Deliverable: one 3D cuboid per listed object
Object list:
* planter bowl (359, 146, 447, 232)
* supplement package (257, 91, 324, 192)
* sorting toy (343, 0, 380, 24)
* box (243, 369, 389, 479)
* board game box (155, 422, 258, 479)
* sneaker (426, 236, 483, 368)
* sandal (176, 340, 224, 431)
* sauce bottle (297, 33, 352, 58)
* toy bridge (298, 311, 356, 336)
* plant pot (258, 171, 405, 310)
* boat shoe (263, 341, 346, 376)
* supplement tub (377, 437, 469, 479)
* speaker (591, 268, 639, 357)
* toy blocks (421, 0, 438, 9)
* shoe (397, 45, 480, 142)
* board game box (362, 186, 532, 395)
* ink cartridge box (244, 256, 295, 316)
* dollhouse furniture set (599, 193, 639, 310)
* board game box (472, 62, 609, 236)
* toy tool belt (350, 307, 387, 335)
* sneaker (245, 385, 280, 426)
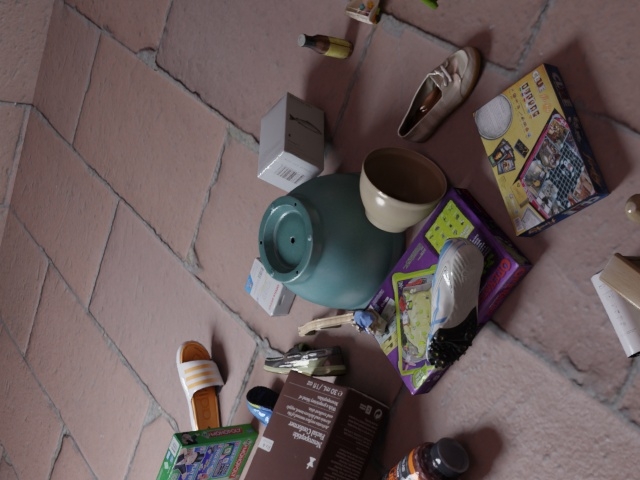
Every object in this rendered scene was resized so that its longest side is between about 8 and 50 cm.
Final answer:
[{"bbox_3d":[0.144,-0.085,1.576,0.162,0.162,0.109,57,145,33],"label":"planter bowl"},{"bbox_3d":[-0.062,-0.208,1.798,0.105,0.105,0.179,-40,37,40],"label":"supplement package"},{"bbox_3d":[0.099,-0.488,1.720,0.083,0.045,0.075,32,105,45],"label":"sorting toy"},{"bbox_3d":[-0.034,0.465,1.655,0.191,0.143,0.381,6,70,49],"label":"box"},{"bbox_3d":[-0.296,0.582,1.997,0.046,0.214,0.317,43,119,40],"label":"board game box"},{"bbox_3d":[0.229,0.108,1.460,0.086,0.085,0.237,-128,46,-69],"label":"sneaker"},{"bbox_3d":[-0.281,0.375,2.084,0.076,0.102,0.265,-18,84,46],"label":"sandal"},{"bbox_3d":[0.009,-0.410,1.751,0.042,0.128,0.042,-6,82,50],"label":"sauce bottle"},{"bbox_3d":[0.013,0.177,1.773,0.188,0.063,0.026,-21,73,47],"label":"toy bridge"},{"bbox_3d":[0.000,0.000,1.695,0.293,0.196,0.292,-2,87,48],"label":"plant pot"},{"bbox_3d":[-0.034,0.258,1.818,0.224,0.080,0.073,-5,79,43],"label":"boat shoe"},{"bbox_3d":[0.185,0.440,1.535,0.198,0.106,0.106,-51,53,34],"label":"supplement tub"},{"bbox_3d":[0.463,0.108,1.266,0.055,0.055,0.136,-40,60,41],"label":"speaker"},{"bbox_3d":[0.200,-0.658,1.531,0.261,0.191,0.381,-39,59,28],"label":"toy blocks"},{"bbox_3d":[0.219,-0.269,1.557,0.219,0.058,0.076,-55,51,32],"label":"shoe"},{"bbox_3d":[0.220,0.098,1.554,0.346,0.056,0.208,-57,46,31],"label":"board game box"},{"bbox_3d":[-0.112,0.106,1.927,0.122,0.052,0.088,42,119,43],"label":"ink cartridge box"},{"bbox_3d":[0.550,-0.050,1.085,0.303,0.174,0.355,46,122,39],"label":"dollhouse furniture set"},{"bbox_3d":[0.363,-0.149,1.401,0.165,0.042,0.243,-34,64,43],"label":"board game box"},{"bbox_3d":[0.086,0.156,1.633,0.083,0.051,0.052,27,109,47],"label":"toy tool belt"},{"bbox_3d":[-0.082,0.403,1.884,0.209,0.069,0.082,23,139,38],"label":"sneaker"}]
